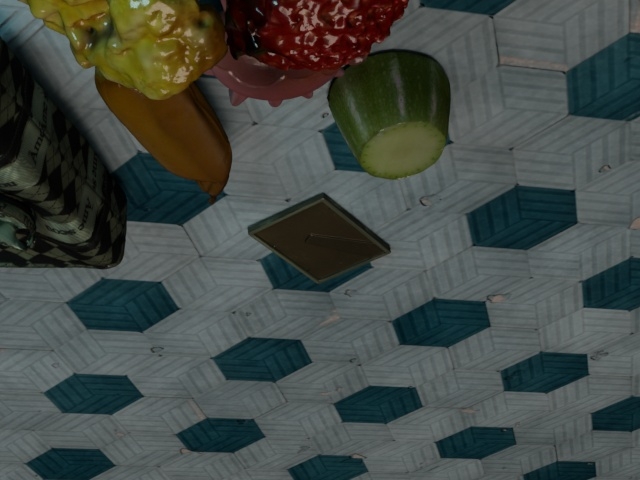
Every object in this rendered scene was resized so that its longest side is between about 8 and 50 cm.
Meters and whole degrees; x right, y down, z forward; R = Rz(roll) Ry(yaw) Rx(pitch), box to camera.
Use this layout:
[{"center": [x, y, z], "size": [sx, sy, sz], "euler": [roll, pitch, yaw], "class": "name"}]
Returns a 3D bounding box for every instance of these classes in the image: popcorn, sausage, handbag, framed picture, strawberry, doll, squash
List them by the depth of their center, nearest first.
[{"center": [-0.215, -0.295, 1.200], "size": [0.225, 0.332, 0.265], "euler": [-31, 178, -9], "class": "popcorn"}, {"center": [0.017, -0.297, 1.261], "size": [0.257, 0.261, 0.261], "euler": [8, 145, -12], "class": "strawberry"}, {"center": [-0.064, -0.241, 1.463], "size": [0.261, 0.093, 0.211], "euler": [-2, 141, -14], "class": "doll"}, {"center": [-0.190, -0.149, 1.583], "size": [0.112, 0.112, 0.328], "euler": [-14, 147, 13], "class": "sausage"}, {"center": [-0.479, -0.090, 1.589], "size": [0.316, 0.180, 0.416], "euler": [-5, 153, 14], "class": "handbag"}, {"center": [0.101, -0.163, 1.598], "size": [0.170, 0.123, 0.170], "euler": [-7, 144, -5], "class": "squash"}, {"center": [0.000, 0.000, 1.919], "size": [0.150, 0.015, 0.203], "euler": [-24, 142, 26], "class": "framed picture"}]
